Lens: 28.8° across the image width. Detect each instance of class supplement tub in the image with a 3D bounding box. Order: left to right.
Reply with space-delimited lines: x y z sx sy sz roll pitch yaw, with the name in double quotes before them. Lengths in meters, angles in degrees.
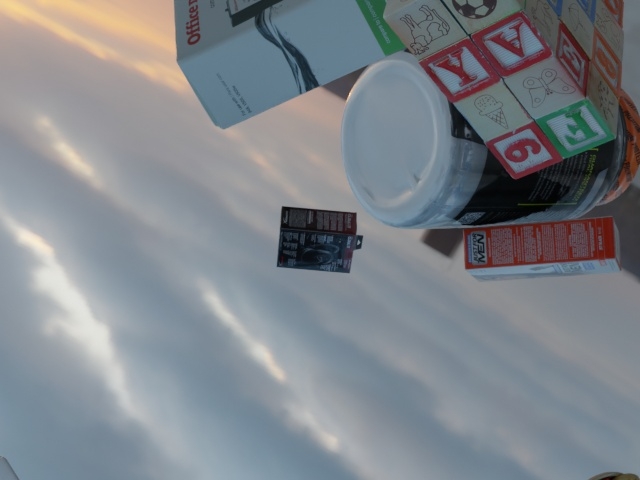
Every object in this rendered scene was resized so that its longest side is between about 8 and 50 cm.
"supplement tub" 0.210 -0.118 1.472 0.338 0.207 0.207 -1 -155 -37

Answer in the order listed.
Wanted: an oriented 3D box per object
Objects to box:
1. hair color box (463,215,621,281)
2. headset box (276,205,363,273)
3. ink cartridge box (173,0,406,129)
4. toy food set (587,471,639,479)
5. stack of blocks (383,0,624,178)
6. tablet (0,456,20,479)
"hair color box" 0.254 0.012 1.425 0.167 0.053 0.093 -4 169 17
"headset box" 0.000 0.000 1.235 0.083 0.062 0.032 4 -129 -2
"ink cartridge box" -0.020 -0.205 1.081 0.087 0.208 0.153 56 -164 -40
"toy food set" 0.303 0.283 1.348 0.083 0.082 0.020 0 -146 -28
"stack of blocks" 0.154 -0.215 0.960 0.171 0.087 0.297 46 -141 -28
"tablet" -0.250 0.199 0.908 0.054 0.083 0.006 58 -169 -2
